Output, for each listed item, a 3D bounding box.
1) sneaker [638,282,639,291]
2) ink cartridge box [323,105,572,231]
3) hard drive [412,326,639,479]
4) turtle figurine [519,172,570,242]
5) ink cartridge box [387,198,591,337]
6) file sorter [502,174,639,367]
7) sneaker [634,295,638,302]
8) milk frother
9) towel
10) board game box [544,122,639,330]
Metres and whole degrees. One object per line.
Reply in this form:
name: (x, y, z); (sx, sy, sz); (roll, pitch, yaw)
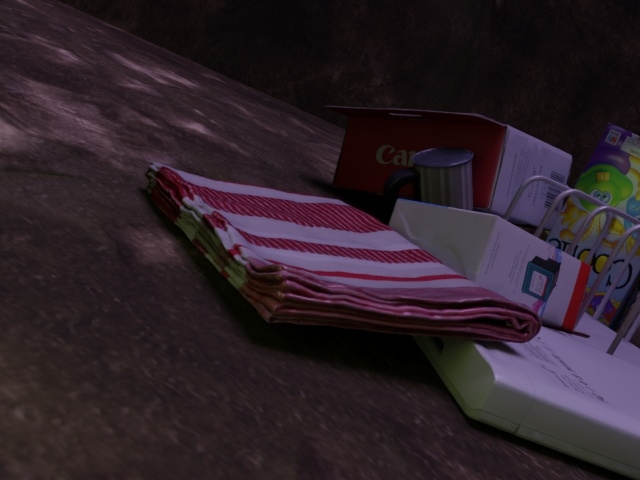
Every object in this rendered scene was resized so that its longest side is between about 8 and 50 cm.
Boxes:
sneaker: (0.611, 0.144, 1.114); (0.182, 0.158, 0.410); (34, 10, -31)
ink cartridge box: (0.182, -0.113, 1.345); (0.309, 0.130, 0.272); (11, -2, 44)
hard drive: (0.253, 0.142, 0.747); (0.353, 0.047, 0.233); (22, 11, -15)
turtle figurine: (0.417, -0.028, 1.513); (0.266, 0.197, 0.275); (33, 16, 15)
ink cartridge box: (0.187, 0.033, 0.910); (0.231, 0.078, 0.134); (22, -6, -42)
file sorter: (0.361, 0.051, 1.080); (0.193, 0.173, 0.278); (20, 12, -30)
sneaker: (0.489, 0.048, 1.620); (0.235, 0.090, 0.095); (27, 21, 15)
milk frother: (0.165, -0.038, 1.151); (0.129, 0.134, 0.143); (-17, 25, -21)
towel: (0.000, 0.000, 0.740); (0.237, 0.037, 0.329); (8, 15, -30)
board game box: (0.442, -0.016, 1.297); (0.142, 0.275, 0.144); (31, 12, 25)
